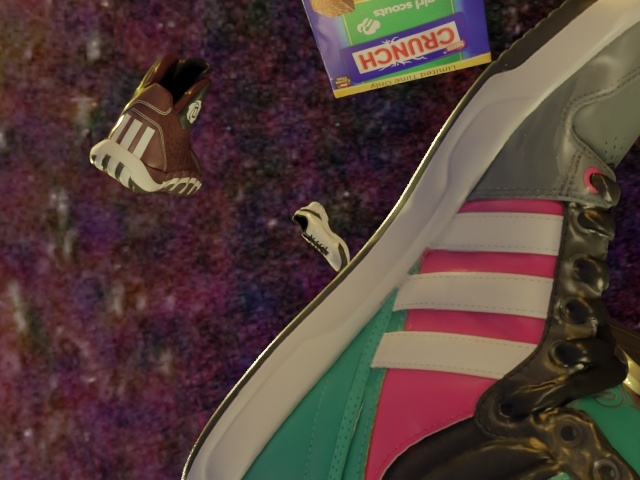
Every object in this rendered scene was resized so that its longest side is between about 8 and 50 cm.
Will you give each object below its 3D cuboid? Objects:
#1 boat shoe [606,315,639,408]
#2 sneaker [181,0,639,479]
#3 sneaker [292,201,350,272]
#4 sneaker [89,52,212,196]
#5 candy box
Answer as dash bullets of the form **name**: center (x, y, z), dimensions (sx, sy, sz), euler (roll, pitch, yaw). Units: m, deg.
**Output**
- **boat shoe**: center (0.336, 0.159, 1.085), dimensions (0.110, 0.307, 0.104), euler (23, 102, -1)
- **sneaker**: center (0.097, 0.047, 0.362), dimensions (0.178, 0.124, 0.295), euler (40, 93, 22)
- **sneaker**: center (0.000, 0.000, 1.250), dimensions (0.109, 0.043, 0.040), euler (57, 139, 18)
- **sneaker**: center (-0.171, -0.145, 1.131), dimensions (0.106, 0.281, 0.162), euler (31, 98, 0)
- **candy box**: center (0.106, -0.388, 1.419), dimensions (0.268, 0.317, 0.122), euler (-13, 55, 8)
